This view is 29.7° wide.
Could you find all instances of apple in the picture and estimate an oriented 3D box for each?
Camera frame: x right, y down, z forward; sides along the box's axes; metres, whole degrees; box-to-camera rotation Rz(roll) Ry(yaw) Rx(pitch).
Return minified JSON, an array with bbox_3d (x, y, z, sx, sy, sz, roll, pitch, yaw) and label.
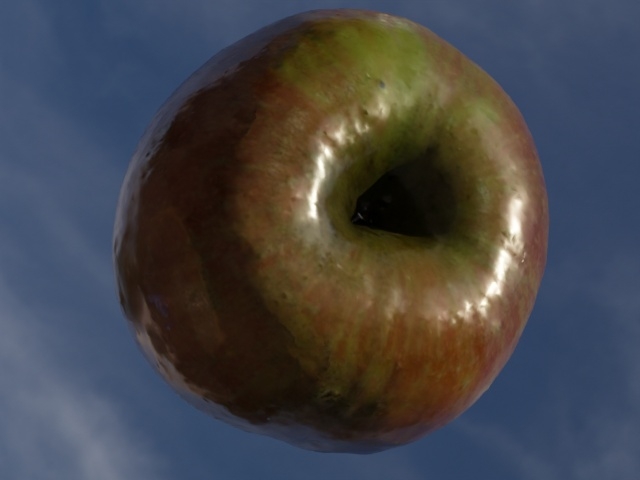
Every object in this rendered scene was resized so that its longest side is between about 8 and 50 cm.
[{"bbox_3d":[0.000,0.000,0.801,0.277,0.309,0.250,58,-34,0],"label":"apple"}]
